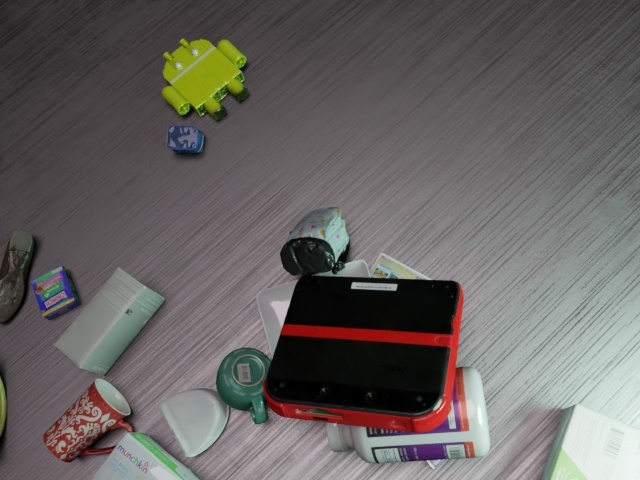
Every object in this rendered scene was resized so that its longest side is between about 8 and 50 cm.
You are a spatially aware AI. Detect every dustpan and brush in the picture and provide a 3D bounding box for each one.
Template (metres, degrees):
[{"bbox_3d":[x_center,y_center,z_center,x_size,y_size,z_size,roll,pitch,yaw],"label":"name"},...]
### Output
[{"bbox_3d":[-0.245,0.380,1.479,0.211,0.060,0.147,-36,70,2],"label":"dustpan and brush"}]

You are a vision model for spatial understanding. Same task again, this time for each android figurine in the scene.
[{"bbox_3d":[-0.332,-0.463,1.800,0.248,0.056,0.273,-41,71,-7],"label":"android figurine"}]

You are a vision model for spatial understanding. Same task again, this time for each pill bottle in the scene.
[{"bbox_3d":[0.181,0.366,1.337,0.323,0.181,0.181,-7,69,13],"label":"pill bottle"}]

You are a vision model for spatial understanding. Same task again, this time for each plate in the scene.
[{"bbox_3d":[0.013,0.213,1.491,0.278,0.045,0.277,-18,73,5],"label":"plate"}]

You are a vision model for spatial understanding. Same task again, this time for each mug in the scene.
[{"bbox_3d":[-0.528,0.429,1.468,0.169,0.113,0.150,-43,68,-5],"label":"mug"},{"bbox_3d":[-0.156,0.315,1.441,0.158,0.097,0.129,35,58,8],"label":"mug"}]

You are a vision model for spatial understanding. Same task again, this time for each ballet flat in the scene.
[{"bbox_3d":[-0.804,0.093,1.666,0.084,0.058,0.249,15,75,-24],"label":"ballet flat"}]

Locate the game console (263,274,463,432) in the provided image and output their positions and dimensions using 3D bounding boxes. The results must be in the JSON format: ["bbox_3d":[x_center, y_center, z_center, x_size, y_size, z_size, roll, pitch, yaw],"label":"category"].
[{"bbox_3d":[0.090,0.221,1.342,0.387,0.060,0.342,1,48,20],"label":"game console"}]

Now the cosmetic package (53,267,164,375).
[{"bbox_3d":[-0.504,0.197,1.541,0.107,0.127,0.238,30,78,18],"label":"cosmetic package"}]

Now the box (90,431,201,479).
[{"bbox_3d":[-0.371,0.587,1.378,0.262,0.127,0.231,34,80,19],"label":"box"}]

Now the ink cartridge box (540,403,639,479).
[{"bbox_3d":[0.637,0.492,1.265,0.353,0.119,0.207,22,74,16],"label":"ink cartridge box"}]

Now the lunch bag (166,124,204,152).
[{"bbox_3d":[-0.366,-0.270,1.727,0.098,0.065,0.067,5,86,9],"label":"lunch bag"}]

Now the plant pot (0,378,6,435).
[{"bbox_3d":[-0.927,0.403,1.475,0.254,0.276,0.276,-18,68,14],"label":"plant pot"}]

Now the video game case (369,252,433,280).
[{"bbox_3d":[0.175,0.124,1.525,0.157,0.019,0.143,29,76,18],"label":"video game case"}]

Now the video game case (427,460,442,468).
[{"bbox_3d":[0.262,0.425,1.404,0.122,0.011,0.087,-41,70,-7],"label":"video game case"}]

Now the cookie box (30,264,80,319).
[{"bbox_3d":[-0.674,0.133,1.634,0.092,0.040,0.107,-28,69,-3],"label":"cookie box"}]

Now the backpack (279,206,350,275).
[{"bbox_3d":[0.000,0.000,1.510,0.152,0.115,0.182,2,29,25],"label":"backpack"}]
